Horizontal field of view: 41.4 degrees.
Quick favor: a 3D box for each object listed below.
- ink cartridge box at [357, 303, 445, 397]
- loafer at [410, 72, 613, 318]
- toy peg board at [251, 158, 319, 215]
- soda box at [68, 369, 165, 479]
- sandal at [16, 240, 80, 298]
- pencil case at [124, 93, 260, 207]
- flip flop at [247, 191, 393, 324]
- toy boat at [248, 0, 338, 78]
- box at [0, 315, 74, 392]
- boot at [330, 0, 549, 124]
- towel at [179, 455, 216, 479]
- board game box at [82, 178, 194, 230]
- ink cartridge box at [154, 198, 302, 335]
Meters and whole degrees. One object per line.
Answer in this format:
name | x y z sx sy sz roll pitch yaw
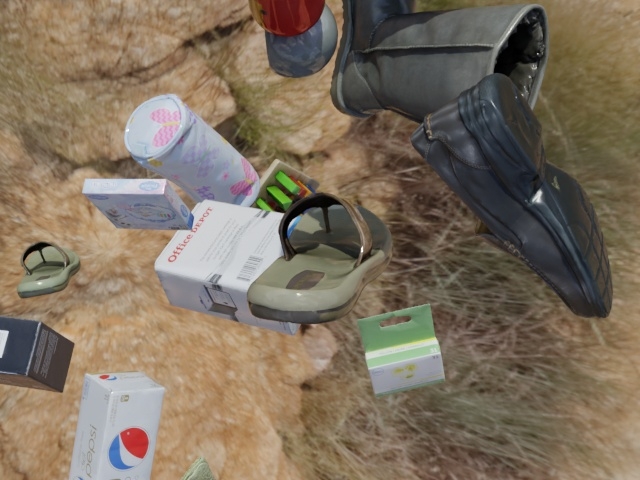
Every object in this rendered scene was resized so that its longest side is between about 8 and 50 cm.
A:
ink cartridge box | 0.185 0.253 1.915 0.171 0.056 0.235 -13 136 3
loafer | 0.119 -0.018 0.502 0.170 0.061 0.062 54 36 -19
toy peg board | -0.077 -0.071 1.861 0.161 0.079 0.160 -52 144 10
soda box | -0.246 0.265 0.996 0.074 0.069 0.216 4 101 -42
sandal | -0.569 0.046 1.757 0.120 0.303 0.086 -18 103 -11
pencil case | -0.210 -0.131 1.415 0.113 0.273 0.124 34 84 32
flip flop | 0.000 0.000 0.781 0.112 0.277 0.080 -2 105 15
toy boat | 0.057 -0.267 0.643 0.267 0.148 0.318 39 81 15
box | -0.513 0.185 1.393 0.156 0.158 0.093 7 70 7
boot | 0.091 -0.174 0.672 0.076 0.208 0.190 2 97 -26
towel | -0.254 0.509 1.714 0.027 0.148 0.110 25 59 26
board game box | -0.191 -0.038 0.898 0.090 0.090 0.020 2 68 12
ink cartridge box | -0.097 0.031 1.109 0.190 0.082 0.140 10 49 24
